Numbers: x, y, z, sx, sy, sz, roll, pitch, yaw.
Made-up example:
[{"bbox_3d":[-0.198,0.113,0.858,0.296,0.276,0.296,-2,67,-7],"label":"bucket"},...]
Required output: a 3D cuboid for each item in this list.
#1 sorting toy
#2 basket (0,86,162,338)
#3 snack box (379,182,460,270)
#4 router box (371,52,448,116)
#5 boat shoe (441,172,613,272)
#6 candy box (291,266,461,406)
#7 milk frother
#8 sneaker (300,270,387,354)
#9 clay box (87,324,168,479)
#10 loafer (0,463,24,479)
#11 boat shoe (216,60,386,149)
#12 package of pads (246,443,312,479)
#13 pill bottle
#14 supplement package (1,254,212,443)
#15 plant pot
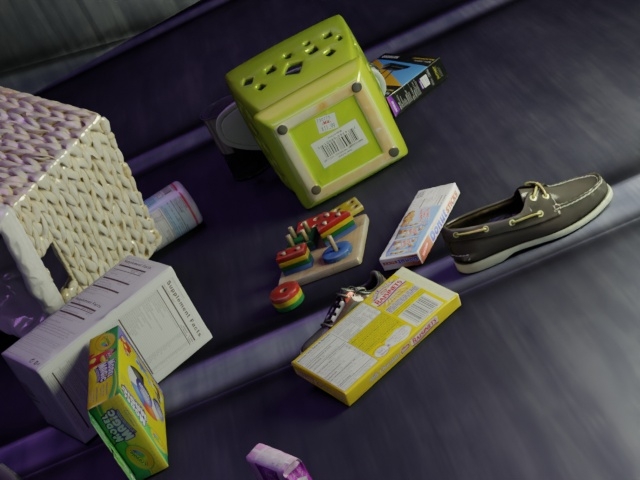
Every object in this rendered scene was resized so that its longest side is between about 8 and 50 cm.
[{"bbox_3d":[0.000,0.000,1.995,0.132,0.046,0.274,-20,25,19],"label":"sorting toy"},{"bbox_3d":[-0.484,-0.041,2.125,0.331,0.328,0.266,15,53,30],"label":"basket"},{"bbox_3d":[0.143,-0.022,1.912,0.064,0.022,0.178,-11,30,33],"label":"snack box"},{"bbox_3d":[0.126,-0.282,2.408,0.133,0.046,0.179,-39,26,-20],"label":"router box"},{"bbox_3d":[0.270,-0.035,1.747,0.228,0.069,0.081,-27,25,5],"label":"boat shoe"},{"bbox_3d":[0.071,0.118,1.687,0.206,0.027,0.105,-39,39,-23],"label":"candy box"},{"bbox_3d":[-0.117,-0.197,2.396,0.143,0.135,0.129,-36,26,-15],"label":"milk frother"},{"bbox_3d":[0.028,0.095,1.757,0.158,0.065,0.061,-38,26,-21],"label":"sneaker"},{"bbox_3d":[-0.251,0.217,1.742,0.053,0.127,0.222,-28,25,3],"label":"clay box"},{"bbox_3d":[-0.372,0.357,1.667,0.087,0.094,0.251,-50,25,-16],"label":"loafer"},{"bbox_3d":[-0.039,-0.240,2.316,0.302,0.114,0.091,-13,30,-8],"label":"boat shoe"},{"bbox_3d":[-0.046,0.265,1.524,0.032,0.050,0.083,-41,26,-25],"label":"package of pads"},{"bbox_3d":[-0.290,-0.027,2.306,0.160,0.087,0.087,-33,25,-9],"label":"pill bottle"},{"bbox_3d":[-0.304,0.151,1.915,0.244,0.139,0.134,-39,27,-24],"label":"supplement package"},{"bbox_3d":[0.003,-0.198,2.176,0.228,0.227,0.207,-29,31,1],"label":"plant pot"}]
